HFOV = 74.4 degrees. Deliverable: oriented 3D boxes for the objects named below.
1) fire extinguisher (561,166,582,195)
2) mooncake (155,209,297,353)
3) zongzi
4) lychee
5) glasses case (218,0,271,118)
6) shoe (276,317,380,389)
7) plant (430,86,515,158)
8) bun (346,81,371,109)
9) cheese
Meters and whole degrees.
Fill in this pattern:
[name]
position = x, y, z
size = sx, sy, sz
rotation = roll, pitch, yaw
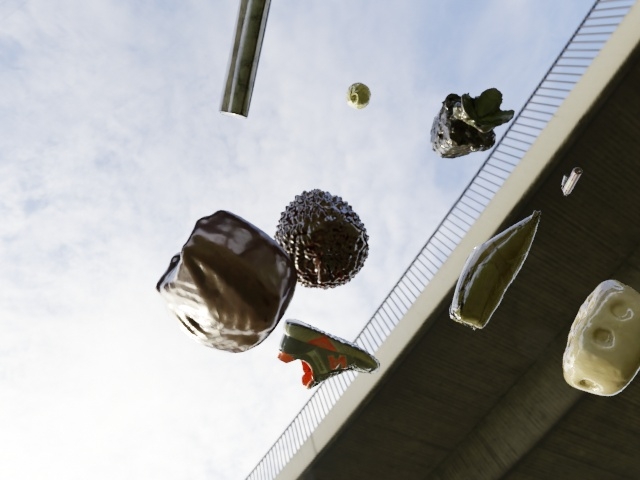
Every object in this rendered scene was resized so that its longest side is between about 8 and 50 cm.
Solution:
[fire extinguisher]
position = 0.898, -0.211, 1.524
size = 0.035, 0.049, 0.173
rotation = -58, -25, -14
[mooncake]
position = -0.215, 0.100, 0.932
size = 0.326, 0.174, 0.333
rotation = -1, -53, 29
[zongzi]
position = 0.464, 0.086, 1.107
size = 0.123, 0.289, 0.260
rotation = 29, -117, 3
[lychee]
position = 0.000, 0.000, 1.317
size = 0.306, 0.330, 0.306
rotation = -3, -49, -3
[glasses case]
position = -0.181, -0.451, 1.019
size = 0.060, 0.114, 0.299
rotation = 6, -79, -39
[shoe]
position = 0.017, 0.359, 1.220
size = 0.337, 0.132, 0.170
rotation = 27, -98, -21
[plant]
position = 0.340, -0.274, 0.983
size = 0.143, 0.203, 0.131
rotation = 8, -95, -16
[bun]
position = 0.120, -0.464, 1.355
size = 0.086, 0.055, 0.086
rotation = 7, -64, 15
[cheese]
position = 0.581, 0.198, 0.861
size = 0.218, 0.117, 0.235
rotation = -12, -57, -58
